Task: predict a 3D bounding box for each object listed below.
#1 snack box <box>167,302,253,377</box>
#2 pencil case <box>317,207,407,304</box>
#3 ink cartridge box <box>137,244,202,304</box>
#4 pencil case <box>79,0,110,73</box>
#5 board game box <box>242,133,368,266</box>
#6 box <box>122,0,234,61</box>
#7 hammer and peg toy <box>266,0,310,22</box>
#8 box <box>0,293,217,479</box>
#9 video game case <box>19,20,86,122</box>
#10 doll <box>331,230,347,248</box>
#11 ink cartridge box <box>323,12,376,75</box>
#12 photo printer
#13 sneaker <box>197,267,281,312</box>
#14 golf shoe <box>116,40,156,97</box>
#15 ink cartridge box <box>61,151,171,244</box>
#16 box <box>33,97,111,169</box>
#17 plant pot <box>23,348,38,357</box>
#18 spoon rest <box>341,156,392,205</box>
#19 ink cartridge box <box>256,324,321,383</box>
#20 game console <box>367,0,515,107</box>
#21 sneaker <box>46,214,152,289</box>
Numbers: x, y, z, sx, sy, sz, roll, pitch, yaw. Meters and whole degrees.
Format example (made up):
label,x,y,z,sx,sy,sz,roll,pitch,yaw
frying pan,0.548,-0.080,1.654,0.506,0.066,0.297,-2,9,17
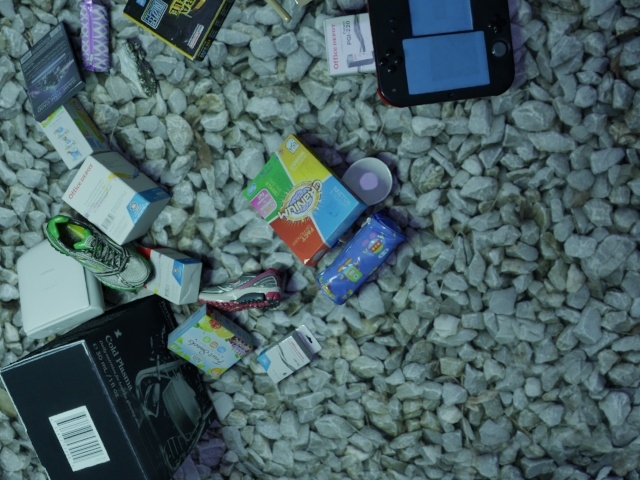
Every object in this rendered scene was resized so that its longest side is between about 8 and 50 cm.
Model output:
label,x,y,z,sx,sy,sz,roll,pitch,yaw
snack box,-0.346,0.319,1.888,0.174,0.070,0.207,-39,120,14
pencil case,0.115,0.049,1.772,0.133,0.119,0.306,36,105,-21
ink cartridge box,-0.482,0.101,1.880,0.231,0.078,0.134,19,105,36
pencil case,-0.682,-0.608,1.800,0.087,0.088,0.206,2,100,7
board game box,-0.051,-0.119,1.734,0.242,0.064,0.316,-49,64,14
box,-0.385,-0.727,1.733,0.257,0.079,0.322,34,104,4
hammer and peg toy,-0.060,-0.778,1.625,0.361,0.127,0.266,-30,107,14
box,-0.600,0.470,1.796,0.298,0.472,0.479,-20,97,12
video game case,-0.811,-0.511,1.804,0.196,0.026,0.274,-34,63,14
doll,0.000,0.000,1.796,0.189,0.046,0.129,-23,52,38
ink cartridge box,0.125,-0.548,1.672,0.218,0.092,0.158,-4,100,12
photo printer,-0.829,0.126,1.903,0.256,0.107,0.307,-22,66,8
sneaker,-0.254,0.159,1.874,0.299,0.121,0.112,-6,64,21
golf shoe,-0.563,-0.510,1.821,0.086,0.069,0.176,-17,95,33
ink cartridge box,-0.622,-0.135,1.838,0.233,0.168,0.171,40,106,0
box,-0.766,-0.333,1.853,0.103,0.114,0.203,-33,93,14
plant pot,-0.956,0.499,2.050,0.238,0.110,0.237,2,102,9
spoon rest,0.084,-0.137,1.763,0.276,0.084,0.137,-32,94,15
ink cartridge box,-0.098,0.359,1.900,0.180,0.060,0.104,-35,93,14
game console,0.324,-0.541,1.599,0.387,0.060,0.341,-9,101,-8
sneaker,-0.667,0.042,1.792,0.344,0.146,0.134,29,73,-10
